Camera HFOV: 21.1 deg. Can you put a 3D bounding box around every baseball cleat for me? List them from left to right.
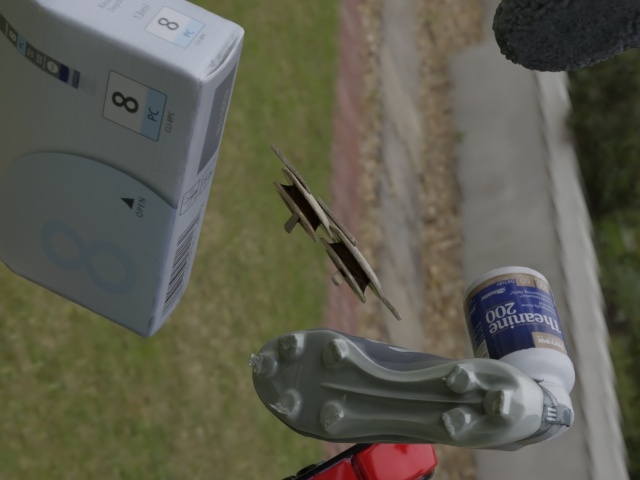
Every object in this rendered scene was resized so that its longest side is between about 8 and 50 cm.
[{"bbox_3d":[0.057,0.103,1.080,0.109,0.206,0.072,24,79,-52],"label":"baseball cleat"}]

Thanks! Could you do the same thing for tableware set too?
[{"bbox_3d":[0.000,0.000,1.674,0.194,0.039,0.128,50,-6,47],"label":"tableware set"}]

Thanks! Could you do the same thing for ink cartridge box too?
[{"bbox_3d":[-0.272,-0.117,1.444,0.308,0.385,0.091,106,10,-46],"label":"ink cartridge box"}]

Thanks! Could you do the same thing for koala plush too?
[{"bbox_3d":[0.209,-0.251,1.124,0.196,0.203,0.221,65,30,-44],"label":"koala plush"}]

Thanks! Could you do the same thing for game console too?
[{"bbox_3d":[-0.054,0.248,1.532,0.386,0.342,0.060,59,6,-83],"label":"game console"}]

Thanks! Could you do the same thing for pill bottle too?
[{"bbox_3d":[0.144,0.082,1.231,0.067,0.067,0.120,58,16,-46],"label":"pill bottle"}]
